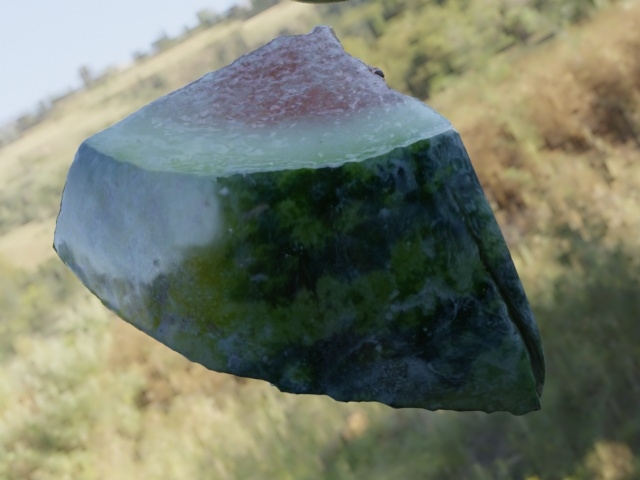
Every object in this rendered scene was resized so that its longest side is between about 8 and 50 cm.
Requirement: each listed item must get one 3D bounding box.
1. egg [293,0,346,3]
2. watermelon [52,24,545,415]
[{"bbox_3d":[0.026,-0.353,1.914,0.253,0.186,0.186,-28,-4,-4],"label":"egg"},{"bbox_3d":[0.000,0.000,1.138,0.310,0.193,0.231,7,42,23],"label":"watermelon"}]
